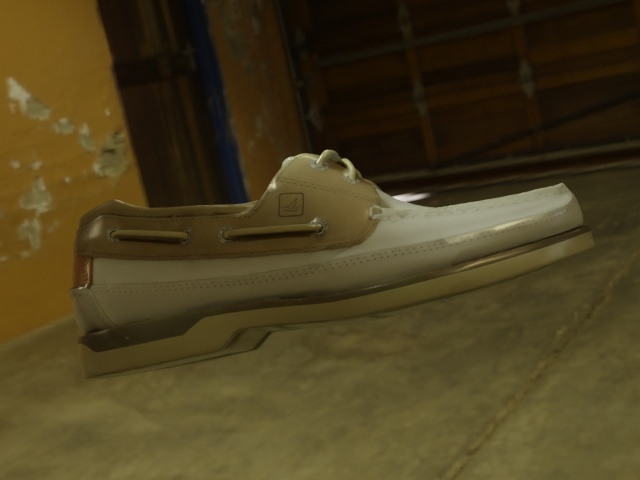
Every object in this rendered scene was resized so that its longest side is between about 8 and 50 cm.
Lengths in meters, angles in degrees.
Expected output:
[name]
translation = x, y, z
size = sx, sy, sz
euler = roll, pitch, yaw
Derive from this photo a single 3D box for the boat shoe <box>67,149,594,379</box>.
[boat shoe]
translation = 0.000, 0.000, 0.549
size = 0.302, 0.103, 0.113
euler = -12, -8, 1
